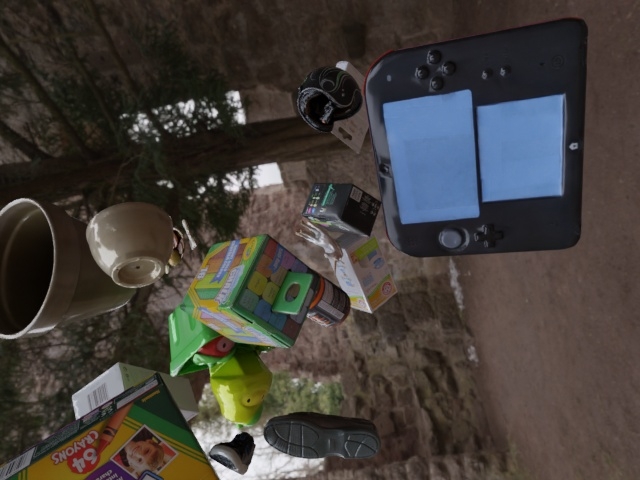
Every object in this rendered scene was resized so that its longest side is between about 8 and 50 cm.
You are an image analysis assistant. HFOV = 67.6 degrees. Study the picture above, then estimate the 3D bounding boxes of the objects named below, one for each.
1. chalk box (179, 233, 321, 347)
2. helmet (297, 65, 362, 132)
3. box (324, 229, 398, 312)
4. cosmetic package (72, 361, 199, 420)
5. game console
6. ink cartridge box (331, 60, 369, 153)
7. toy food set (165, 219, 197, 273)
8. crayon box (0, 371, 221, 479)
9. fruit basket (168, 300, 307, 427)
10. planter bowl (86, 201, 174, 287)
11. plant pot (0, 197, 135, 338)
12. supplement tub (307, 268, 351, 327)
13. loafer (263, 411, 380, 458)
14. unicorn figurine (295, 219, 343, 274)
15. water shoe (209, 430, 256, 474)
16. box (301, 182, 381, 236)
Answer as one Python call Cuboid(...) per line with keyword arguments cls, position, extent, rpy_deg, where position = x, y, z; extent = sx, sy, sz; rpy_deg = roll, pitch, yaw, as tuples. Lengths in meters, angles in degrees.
Cuboid(cls="chalk box", position=(-0.099, 0.082, 0.761), extent=(0.132, 0.213, 0.133), rpy_deg=(40, -122, -30))
Cuboid(cls="helmet", position=(0.028, -0.398, 1.324), extent=(0.162, 0.169, 0.170), rpy_deg=(-56, -36, -39))
Cuboid(cls="box", position=(0.114, 0.081, 1.322), extent=(0.103, 0.114, 0.203), rpy_deg=(7, 125, 56))
Cuboid(cls="cosmetic package", position=(-0.637, 0.579, 1.688), extent=(0.156, 0.217, 0.385), rpy_deg=(58, -172, 34))
Cuboid(cls="game console", position=(0.264, -0.147, 0.824), extent=(0.060, 0.341, 0.387), rpy_deg=(-57, -40, -55))
Cuboid(cls="ink cartridge box", position=(0.093, -0.431, 1.562), extent=(0.189, 0.066, 0.233), rpy_deg=(27, -97, -44))
Cuboid(cls="toy food set", position=(-0.514, 0.021, 1.656), extent=(0.038, 0.192, 0.133), rpy_deg=(0, -123, -55))
Cuboid(cls="crayon box", position=(-0.402, 0.494, 0.926), extent=(0.313, 0.362, 0.106), rpy_deg=(65, 158, -11))
Cuboid(cls="fruit basket", position=(-0.224, 0.325, 1.358), extent=(0.391, 0.283, 0.392), rpy_deg=(29, -142, -26))
Cuboid(cls="planter bowl", position=(-0.356, 0.021, 0.918), extent=(0.162, 0.162, 0.109), rpy_deg=(70, 176, -57))
Cuboid(cls="plant pot", position=(-0.629, 0.075, 1.200), extent=(0.280, 0.322, 0.324), rpy_deg=(12, -113, -60))
Cuboid(cls="supplement tub", position=(-0.017, 0.132, 1.154), extent=(0.198, 0.106, 0.106), rpy_deg=(38, -143, -44))
Cuboid(cls="loafer", position=(0.004, 0.447, 1.112), extent=(0.084, 0.267, 0.096), rpy_deg=(-79, -4, -77))
Cuboid(cls="unicorn figurine", position=(0.000, 0.000, 1.122), extent=(0.111, 0.060, 0.162), rpy_deg=(34, -167, -13))
Cuboid(cls="water shoe", position=(-0.186, 0.450, 1.037), extent=(0.203, 0.072, 0.080), rpy_deg=(92, -160, -59))
Cuboid(cls="box", position=(0.027, -0.043, 0.645), extent=(0.062, 0.083, 0.052), rpy_deg=(27, -101, -38))
